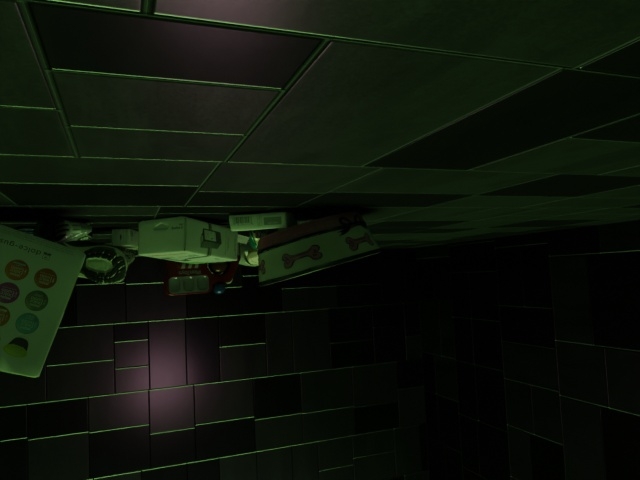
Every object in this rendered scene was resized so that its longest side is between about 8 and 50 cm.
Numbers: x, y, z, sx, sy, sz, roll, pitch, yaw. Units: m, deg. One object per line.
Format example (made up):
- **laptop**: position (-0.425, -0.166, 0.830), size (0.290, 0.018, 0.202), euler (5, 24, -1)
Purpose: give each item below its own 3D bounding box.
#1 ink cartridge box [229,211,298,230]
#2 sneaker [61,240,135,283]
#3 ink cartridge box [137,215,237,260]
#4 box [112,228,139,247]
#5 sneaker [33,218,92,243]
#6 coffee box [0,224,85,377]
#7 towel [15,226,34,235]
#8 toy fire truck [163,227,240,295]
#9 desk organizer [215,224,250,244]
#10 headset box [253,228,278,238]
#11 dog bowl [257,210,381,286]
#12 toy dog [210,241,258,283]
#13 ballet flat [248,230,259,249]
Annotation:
- **ink cartridge box**: position (-0.164, -0.061, 1.661), size (0.181, 0.056, 0.225), euler (-4, -177, 12)
- **sneaker**: position (-0.870, 0.057, 1.908), size (0.411, 0.157, 0.182), euler (13, -169, 5)
- **ink cartridge box**: position (-0.433, 0.005, 1.727), size (0.199, 0.114, 0.273), euler (-5, 170, 27)
- **box**: position (-0.716, 0.000, 2.004), size (0.063, 0.067, 0.324), euler (-1, 177, -3)
- **sneaker**: position (-0.779, -0.016, 1.607), size (0.229, 0.086, 0.132), euler (-7, 177, 39)
- **coffee box**: position (-0.863, 0.142, 1.360), size (0.338, 0.334, 0.338), euler (24, 163, -29)
- **towel**: position (-0.962, -0.026, 1.714), size (0.067, 0.029, 0.120), euler (1, 174, -38)
- **toy fire truck**: position (-0.451, 0.082, 2.000), size (0.302, 0.253, 0.169), euler (0, 175, -35)
- **desk organizer**: position (-0.323, -0.032, 1.896), size (0.130, 0.050, 0.047), euler (14, 137, -17)
- **headset box**: position (-0.191, -0.039, 1.808), size (0.084, 0.062, 0.032), euler (-2, 175, 3)
- **dog bowl**: position (-0.019, 0.023, 1.679), size (0.409, 0.150, 0.408), euler (-17, 178, -1)
- **toy dog**: position (-0.359, 0.093, 2.314), size (0.334, 0.160, 0.220), euler (-4, -145, 28)
- **ballet flat**: position (-0.241, -0.016, 2.065), size (0.086, 0.086, 0.248), euler (-2, 175, -10)
